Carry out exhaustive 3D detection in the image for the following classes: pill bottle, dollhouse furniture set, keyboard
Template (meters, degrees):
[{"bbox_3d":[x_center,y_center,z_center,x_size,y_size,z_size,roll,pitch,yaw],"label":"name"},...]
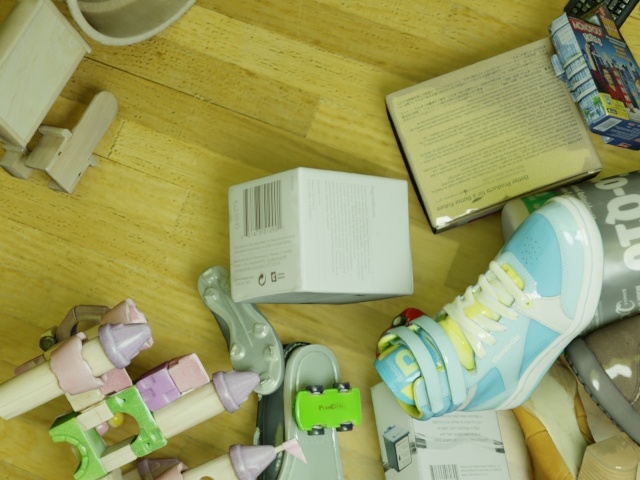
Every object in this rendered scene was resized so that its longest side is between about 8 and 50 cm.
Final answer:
[{"bbox_3d":[0.424,0.009,1.392,0.361,0.204,0.204,-14,82,2],"label":"pill bottle"},{"bbox_3d":[-0.495,-0.238,1.526,0.355,0.303,0.174,13,65,34],"label":"dollhouse furniture set"},{"bbox_3d":[0.426,-0.355,1.530,0.108,0.023,0.180,36,87,8],"label":"keyboard"}]

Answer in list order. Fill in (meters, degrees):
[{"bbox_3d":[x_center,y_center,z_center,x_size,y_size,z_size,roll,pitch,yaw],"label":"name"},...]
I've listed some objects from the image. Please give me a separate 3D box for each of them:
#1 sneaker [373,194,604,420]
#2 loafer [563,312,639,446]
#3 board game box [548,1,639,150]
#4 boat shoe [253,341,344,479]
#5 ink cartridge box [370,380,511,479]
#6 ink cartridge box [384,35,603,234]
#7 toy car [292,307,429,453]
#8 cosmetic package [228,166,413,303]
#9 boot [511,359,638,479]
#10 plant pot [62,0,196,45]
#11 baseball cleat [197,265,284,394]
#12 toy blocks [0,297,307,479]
[{"bbox_3d":[0.174,0.092,1.235,0.208,0.319,0.127,-9,45,-29],"label":"sneaker"},{"bbox_3d":[0.445,0.220,1.330,0.130,0.134,0.366,-41,115,12],"label":"loafer"},{"bbox_3d":[0.357,-0.223,1.449,0.060,0.194,0.194,-31,68,35],"label":"board game box"},{"bbox_3d":[-0.033,0.284,1.452,0.114,0.091,0.303,13,80,-33],"label":"boat shoe"},{"bbox_3d":[0.151,0.260,1.374,0.139,0.082,0.191,6,62,-32],"label":"ink cartridge box"},{"bbox_3d":[0.225,-0.136,1.484,0.234,0.088,0.193,-19,83,1],"label":"ink cartridge box"},{"bbox_3d":[0.052,0.208,1.425,0.225,0.053,0.239,1,81,-33],"label":"toy car"},{"bbox_3d":[0.000,0.000,1.412,0.183,0.151,0.152,4,80,-39],"label":"cosmetic package"},{"bbox_3d":[0.285,0.283,1.409,0.104,0.295,0.211,-8,122,-23],"label":"boot"},{"bbox_3d":[-0.317,-0.478,1.476,0.305,0.334,0.334,35,86,18],"label":"plant pot"},{"bbox_3d":[-0.089,0.121,1.454,0.072,0.109,0.206,-31,58,4],"label":"baseball cleat"},{"bbox_3d":[-0.195,0.199,1.368,0.260,0.309,0.289,-27,97,3],"label":"toy blocks"}]
